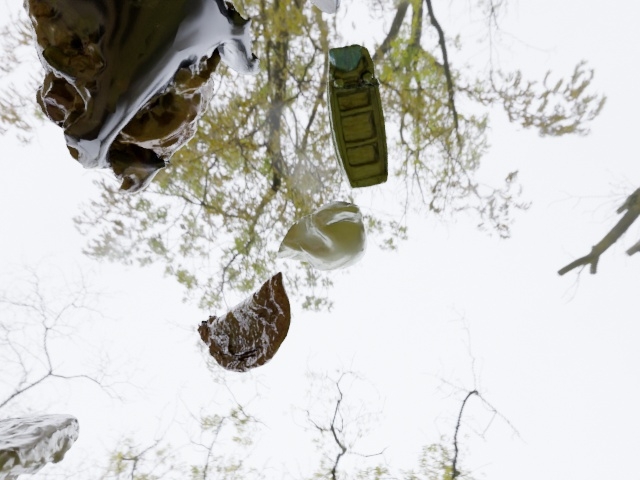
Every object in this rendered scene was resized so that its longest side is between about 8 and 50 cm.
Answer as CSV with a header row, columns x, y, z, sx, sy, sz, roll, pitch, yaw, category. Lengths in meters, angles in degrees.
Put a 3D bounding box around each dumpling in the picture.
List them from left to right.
x,y,z,sx,sy,sz,roll,pitch,yaw,category
0.000,-0.002,0.743,0.134,0.169,0.100,-13,-91,-4,dumpling

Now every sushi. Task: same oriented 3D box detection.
x,y,z,sx,sy,sz,roll,pitch,yaw,category
-0.177,-0.179,0.485,0.204,0.200,0.213,-41,-121,-2,sushi

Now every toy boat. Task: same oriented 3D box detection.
x,y,z,sx,sy,sz,roll,pitch,yaw,category
0.071,-0.243,1.025,0.111,0.084,0.276,-11,-83,-4,toy boat

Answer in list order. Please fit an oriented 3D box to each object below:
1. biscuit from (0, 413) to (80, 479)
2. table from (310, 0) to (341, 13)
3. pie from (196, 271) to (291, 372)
x,y,z,sx,sy,sz,roll,pitch,yaw,category
-0.229,0.137,0.328,0.133,0.250,0.032,-1,-102,-35,biscuit
0.013,-0.465,0.558,0.249,0.317,0.317,-37,-112,9,table
-0.088,0.111,0.604,0.033,0.191,0.088,8,-118,-41,pie
